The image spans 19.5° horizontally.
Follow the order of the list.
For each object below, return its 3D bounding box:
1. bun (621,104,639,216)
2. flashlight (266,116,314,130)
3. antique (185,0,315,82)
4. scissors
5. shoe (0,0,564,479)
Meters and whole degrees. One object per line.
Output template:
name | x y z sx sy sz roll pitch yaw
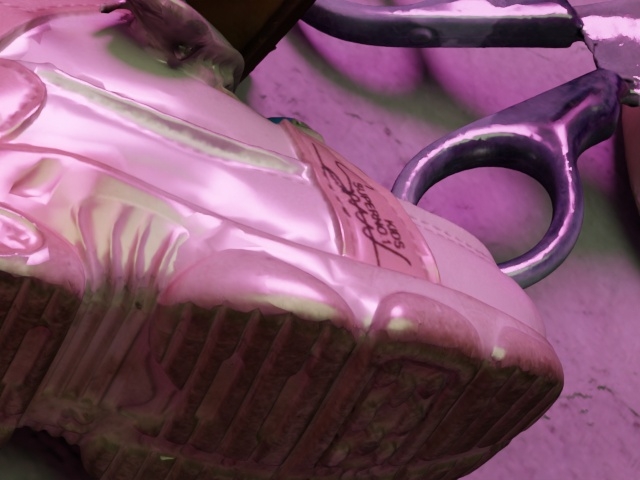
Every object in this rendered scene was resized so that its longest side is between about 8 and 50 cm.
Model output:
bun | 0.277 -0.047 1.032 0.231 0.133 0.231 18 52 -24
flashlight | 0.000 0.000 0.877 0.051 0.051 0.129 -30 88 -42
antique | -0.009 -0.165 0.793 0.093 0.310 0.087 45 49 -3
scissors | 0.180 -0.107 0.961 0.384 0.029 0.256 -14 55 -16
shoe | -0.060 -0.013 0.760 0.351 0.172 0.198 17 51 -27
